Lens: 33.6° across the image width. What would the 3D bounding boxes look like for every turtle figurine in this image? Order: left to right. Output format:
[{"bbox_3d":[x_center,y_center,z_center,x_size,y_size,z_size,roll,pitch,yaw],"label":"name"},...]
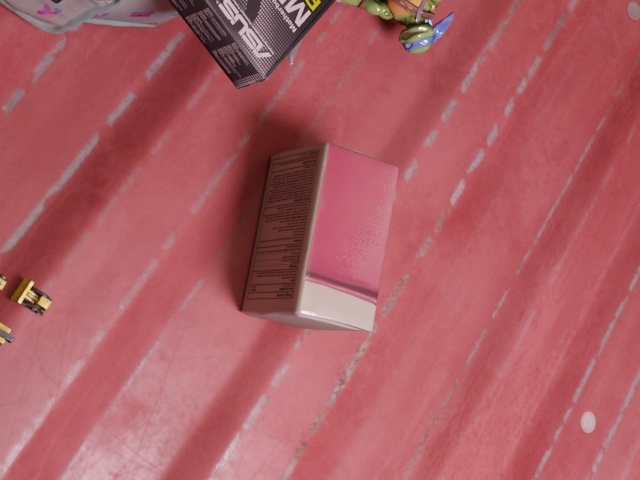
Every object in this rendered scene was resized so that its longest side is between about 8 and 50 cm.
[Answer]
[{"bbox_3d":[0.091,-0.402,1.499,0.275,0.198,0.266,-11,89,-36],"label":"turtle figurine"}]

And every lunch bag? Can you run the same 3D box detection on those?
[{"bbox_3d":[-0.260,-0.339,1.247,0.262,0.223,0.160,-6,90,-38],"label":"lunch bag"}]

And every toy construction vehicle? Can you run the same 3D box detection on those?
[{"bbox_3d":[-0.376,0.076,1.256,0.098,0.035,0.086,41,66,-24],"label":"toy construction vehicle"}]

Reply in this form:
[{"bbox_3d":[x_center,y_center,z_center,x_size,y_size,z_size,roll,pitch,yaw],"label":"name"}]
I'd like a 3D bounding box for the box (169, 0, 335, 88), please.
[{"bbox_3d":[-0.099,-0.343,1.196,0.270,0.060,0.216,52,55,-23],"label":"box"}]

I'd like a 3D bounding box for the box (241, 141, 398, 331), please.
[{"bbox_3d":[0.000,0.000,1.436,0.127,0.148,0.232,16,79,-32],"label":"box"}]
